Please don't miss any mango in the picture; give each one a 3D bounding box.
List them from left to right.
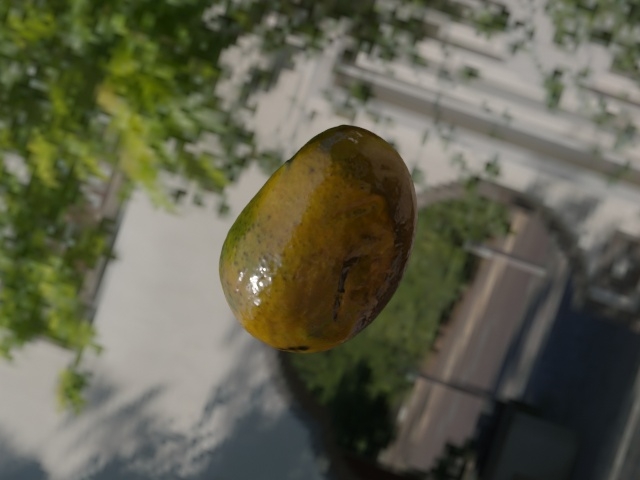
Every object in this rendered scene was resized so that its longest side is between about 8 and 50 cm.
[{"bbox_3d":[0.000,0.000,0.769,0.057,0.079,0.114,-106,27,-47],"label":"mango"}]
